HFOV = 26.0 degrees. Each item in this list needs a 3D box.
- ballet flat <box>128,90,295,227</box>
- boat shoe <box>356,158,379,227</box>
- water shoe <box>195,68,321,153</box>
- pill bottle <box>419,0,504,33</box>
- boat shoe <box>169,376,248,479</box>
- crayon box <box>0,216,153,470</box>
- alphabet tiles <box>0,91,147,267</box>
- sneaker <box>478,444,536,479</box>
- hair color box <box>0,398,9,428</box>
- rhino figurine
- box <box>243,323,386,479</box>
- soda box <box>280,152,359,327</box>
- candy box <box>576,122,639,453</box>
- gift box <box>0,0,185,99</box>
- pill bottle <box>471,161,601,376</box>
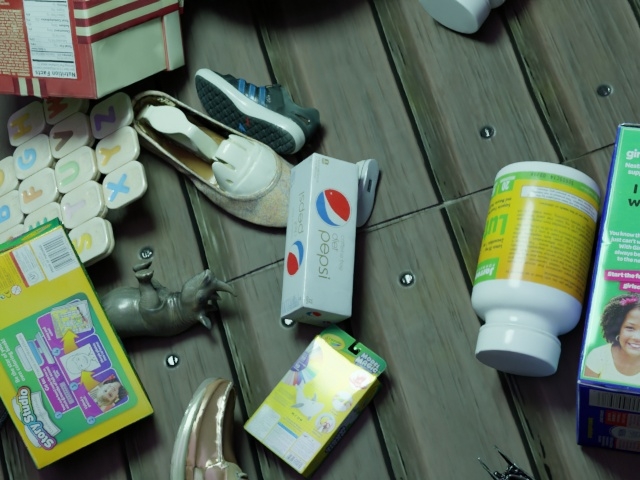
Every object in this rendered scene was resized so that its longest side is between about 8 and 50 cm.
[{"bbox_3d":[-0.146,-0.116,1.906,0.316,0.106,0.107,27,75,22],"label":"ballet flat"},{"bbox_3d":[0.051,-0.064,1.880,0.035,0.035,0.100,-2,68,43],"label":"boat shoe"},{"bbox_3d":[-0.089,-0.189,1.956,0.203,0.073,0.080,35,53,24],"label":"water shoe"},{"bbox_3d":[0.231,-0.399,1.927,0.119,0.119,0.208,28,76,22],"label":"pill bottle"},{"bbox_3d":[-0.126,0.333,1.714,0.116,0.123,0.324,5,76,9],"label":"boat shoe"},{"bbox_3d":[-0.347,0.132,1.771,0.165,0.081,0.278,-26,102,-7],"label":"crayon box"},{"bbox_3d":[-0.368,-0.083,1.945,0.278,0.021,0.284,-26,63,24],"label":"alphabet tiles"},{"bbox_3d":[0.253,0.321,1.633,0.051,0.089,0.170,-37,64,-3],"label":"sneaker"},{"bbox_3d":[-0.566,0.134,1.904,0.347,0.105,0.174,24,76,21],"label":"hair color box"},{"bbox_3d":[-0.229,0.083,1.852,0.243,0.073,0.106,-6,111,10],"label":"rhino figurine"},{"bbox_3d":[-0.002,0.203,1.772,0.105,0.043,0.179,36,82,24],"label":"box"},{"bbox_3d":[0.000,0.000,1.823,0.074,0.069,0.216,13,68,-25],"label":"soda box"},{"bbox_3d":[0.376,0.064,1.613,0.122,0.268,0.317,7,69,13],"label":"candy box"},{"bbox_3d":[-0.332,-0.352,1.918,0.255,0.258,0.276,10,113,24],"label":"gift box"},{"bbox_3d":[0.264,0.038,1.724,0.136,0.136,0.245,8,69,17],"label":"pill bottle"}]
